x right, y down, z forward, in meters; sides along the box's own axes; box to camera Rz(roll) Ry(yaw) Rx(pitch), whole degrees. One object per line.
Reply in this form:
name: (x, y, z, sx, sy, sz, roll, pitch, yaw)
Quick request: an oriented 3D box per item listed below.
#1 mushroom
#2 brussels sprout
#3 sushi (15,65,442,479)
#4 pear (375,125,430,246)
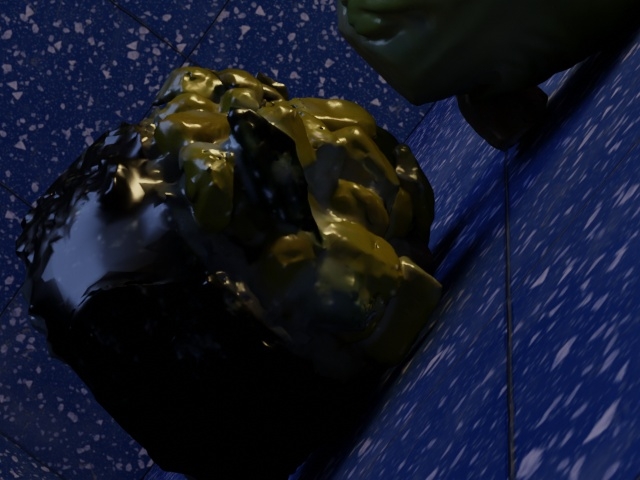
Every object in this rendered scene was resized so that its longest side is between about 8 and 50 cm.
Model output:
mushroom: (0.184, -0.143, 1.668, 0.072, 0.094, 0.210, -55, -2, 11)
brussels sprout: (0.176, -0.264, 1.531, 0.344, 0.268, 0.344, -34, -16, -11)
sushi: (-0.061, 0.015, 1.362, 0.285, 0.328, 0.328, -41, 5, 17)
pear: (0.000, 0.000, 1.623, 0.212, 0.212, 0.269, 136, 151, -75)
